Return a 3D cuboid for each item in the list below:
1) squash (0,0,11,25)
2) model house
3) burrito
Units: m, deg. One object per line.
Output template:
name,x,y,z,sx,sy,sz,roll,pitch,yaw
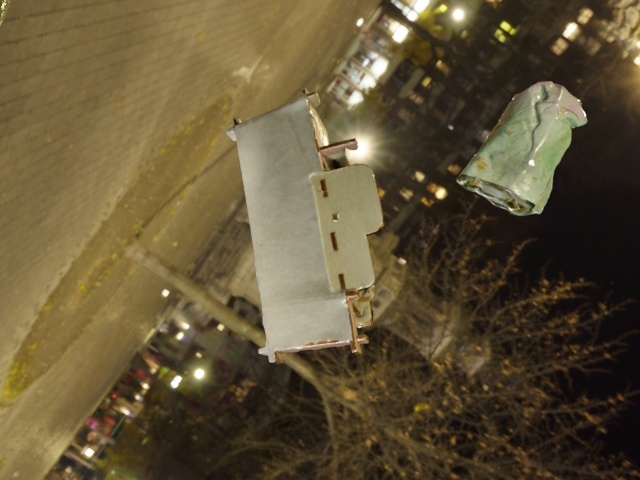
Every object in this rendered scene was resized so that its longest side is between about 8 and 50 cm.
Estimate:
squash,-0.446,-0.332,0.884,0.069,0.069,0.258,-52,-145,30
model house,0.000,0.000,0.879,0.244,0.169,0.326,65,14,-74
burrito,0.338,-0.160,1.088,0.229,0.144,0.089,-59,165,-12
